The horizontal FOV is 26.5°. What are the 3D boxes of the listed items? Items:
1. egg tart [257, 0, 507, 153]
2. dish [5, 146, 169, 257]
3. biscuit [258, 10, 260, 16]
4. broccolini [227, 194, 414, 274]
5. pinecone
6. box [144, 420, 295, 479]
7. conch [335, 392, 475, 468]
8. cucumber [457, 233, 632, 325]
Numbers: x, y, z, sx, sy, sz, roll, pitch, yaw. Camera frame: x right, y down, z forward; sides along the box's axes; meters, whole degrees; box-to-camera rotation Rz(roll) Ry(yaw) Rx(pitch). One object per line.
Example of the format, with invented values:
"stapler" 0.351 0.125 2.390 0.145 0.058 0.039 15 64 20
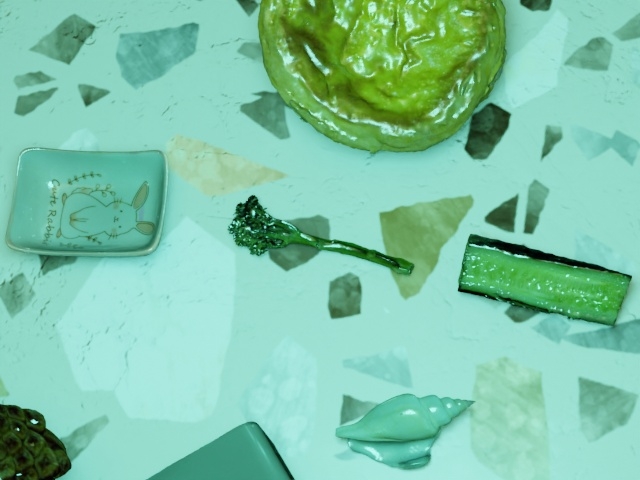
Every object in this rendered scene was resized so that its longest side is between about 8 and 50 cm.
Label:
"egg tart" 0.085 -0.272 1.811 0.341 0.129 0.341 0 86 3
"dish" -0.307 -0.043 1.838 0.212 0.077 0.151 2 70 9
"biscuit" 0.028 -0.314 1.908 0.234 0.030 0.153 -1 70 7
"broccolini" -0.003 0.003 1.793 0.254 0.057 0.071 14 117 15
"pinecone" -0.472 0.297 1.637 0.298 0.296 0.242 9 72 -30
"box" -0.123 0.334 1.648 0.243 0.163 0.135 -30 61 -1
"conch" 0.110 0.232 1.701 0.180 0.088 0.065 -18 26 9
"cucumber" 0.285 0.048 1.737 0.211 0.062 0.078 12 107 6
